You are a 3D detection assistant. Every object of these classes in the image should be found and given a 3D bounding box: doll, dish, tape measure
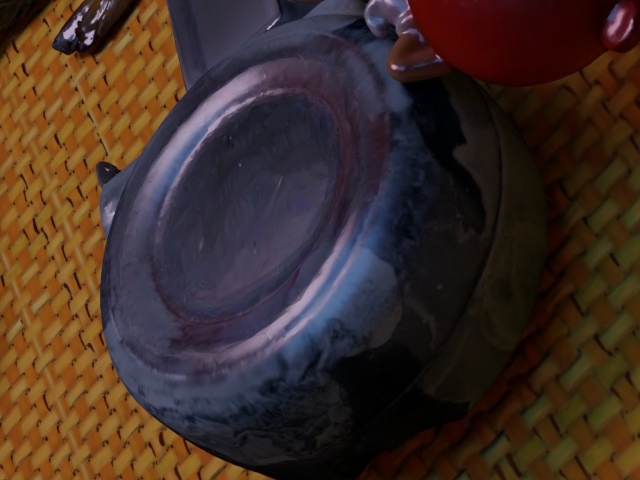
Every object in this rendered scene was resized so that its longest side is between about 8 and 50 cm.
[{"bbox_3d":[0.088,-0.159,0.916,0.217,0.085,0.183,30,105,34],"label":"doll"},{"bbox_3d":[-0.044,-0.159,1.198,0.151,0.077,0.212,-36,50,28],"label":"dish"},{"bbox_3d":[0.000,0.000,1.029,0.256,0.147,0.275,-38,44,23],"label":"tape measure"}]

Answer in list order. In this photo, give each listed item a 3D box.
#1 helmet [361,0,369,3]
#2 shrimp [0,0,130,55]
[{"bbox_3d":[0.028,-0.194,1.096,0.177,0.153,0.107,30,109,49],"label":"helmet"},{"bbox_3d":[-0.226,-0.182,1.415,0.296,0.058,0.169,-44,48,17],"label":"shrimp"}]
